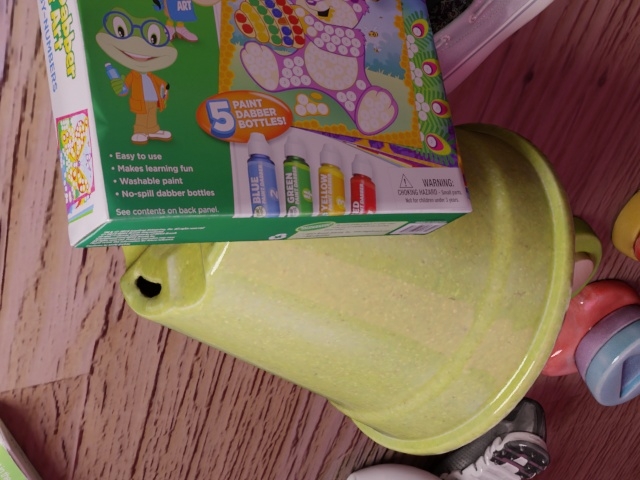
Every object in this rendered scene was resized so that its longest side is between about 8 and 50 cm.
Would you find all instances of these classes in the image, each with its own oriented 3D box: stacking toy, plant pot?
[{"bbox_3d":[0.332,0.092,1.211,0.280,0.130,0.309,-14,136,-26],"label":"stacking toy"},{"bbox_3d":[0.000,0.000,0.790,0.254,0.276,0.276,21,116,-34],"label":"plant pot"}]

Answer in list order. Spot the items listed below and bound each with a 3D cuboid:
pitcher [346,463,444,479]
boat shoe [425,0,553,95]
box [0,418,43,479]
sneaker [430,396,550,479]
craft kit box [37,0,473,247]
[{"bbox_3d":[0.122,0.351,1.304,0.207,0.125,0.178,14,157,-11],"label":"pitcher"},{"bbox_3d":[0.119,-0.197,0.793,0.227,0.079,0.081,-47,145,19],"label":"boat shoe"},{"bbox_3d":[-0.393,0.288,0.928,0.322,0.058,0.232,-25,141,-12],"label":"box"},{"bbox_3d":[0.211,0.269,1.341,0.078,0.106,0.234,31,137,-12],"label":"sneaker"},{"bbox_3d":[-0.040,-0.123,0.631,0.250,0.246,0.061,-3,163,-36],"label":"craft kit box"}]
